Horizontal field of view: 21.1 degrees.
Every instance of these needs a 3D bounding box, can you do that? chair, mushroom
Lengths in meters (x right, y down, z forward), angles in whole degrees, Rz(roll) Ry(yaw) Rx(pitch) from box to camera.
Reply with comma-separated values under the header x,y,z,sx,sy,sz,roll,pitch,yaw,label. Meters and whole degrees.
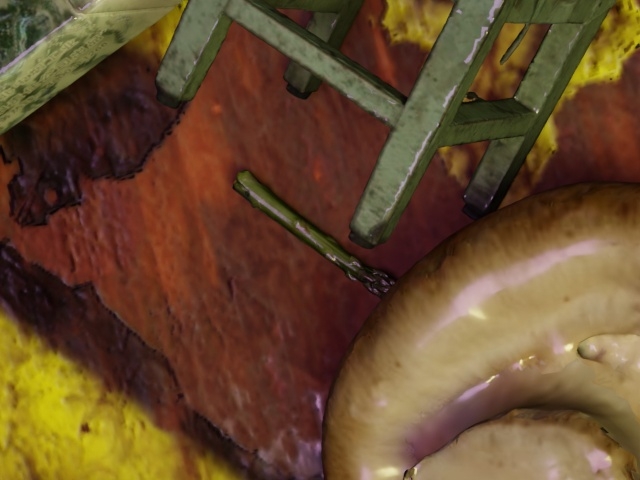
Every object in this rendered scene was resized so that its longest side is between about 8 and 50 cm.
x,y,z,sx,sy,sz,roll,pitch,yaw,label
0.062,-0.146,0.752,0.136,0.147,0.270,37,112,21,chair
0.124,0.112,0.736,0.278,0.146,0.278,-1,89,34,mushroom

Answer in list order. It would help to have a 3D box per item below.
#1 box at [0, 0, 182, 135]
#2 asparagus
x,y,z,sx,sy,sz,roll,pitch,yaw,label
-0.195,-0.138,0.885,0.256,0.069,0.164,-36,77,6,box
0.000,0.000,0.870,0.114,0.015,0.014,36,76,18,asparagus
